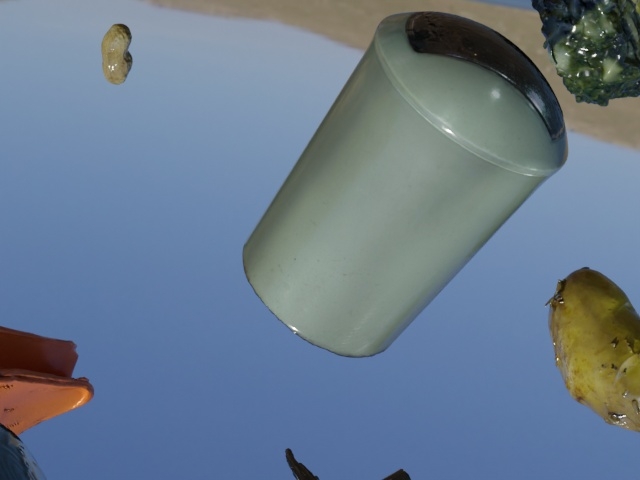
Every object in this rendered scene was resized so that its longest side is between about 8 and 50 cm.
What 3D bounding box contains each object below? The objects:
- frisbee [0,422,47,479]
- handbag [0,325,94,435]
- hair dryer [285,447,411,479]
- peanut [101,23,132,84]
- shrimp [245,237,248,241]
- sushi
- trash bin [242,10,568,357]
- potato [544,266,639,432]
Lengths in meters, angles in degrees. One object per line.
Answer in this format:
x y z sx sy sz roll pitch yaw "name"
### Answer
-0.428 0.376 1.774 0.049 0.289 0.289 -24 -172 9 "frisbee"
-0.601 0.261 2.127 0.303 0.116 0.410 -29 160 14 "handbag"
0.019 0.403 2.094 0.195 0.075 0.219 -31 -134 -25 "hair dryer"
-0.342 -0.314 2.108 0.054 0.113 0.054 6 -144 -4 "peanut"
0.000 -0.001 1.877 0.253 0.173 0.058 -1 -125 -36 "shrimp"
0.502 -0.403 2.182 0.178 0.352 0.294 -3 -140 38 "sushi"
0.109 -0.079 1.588 0.280 0.432 0.280 26 -147 -18 "trash bin"
0.443 0.176 1.926 0.140 0.173 0.300 3 -141 -29 "potato"
